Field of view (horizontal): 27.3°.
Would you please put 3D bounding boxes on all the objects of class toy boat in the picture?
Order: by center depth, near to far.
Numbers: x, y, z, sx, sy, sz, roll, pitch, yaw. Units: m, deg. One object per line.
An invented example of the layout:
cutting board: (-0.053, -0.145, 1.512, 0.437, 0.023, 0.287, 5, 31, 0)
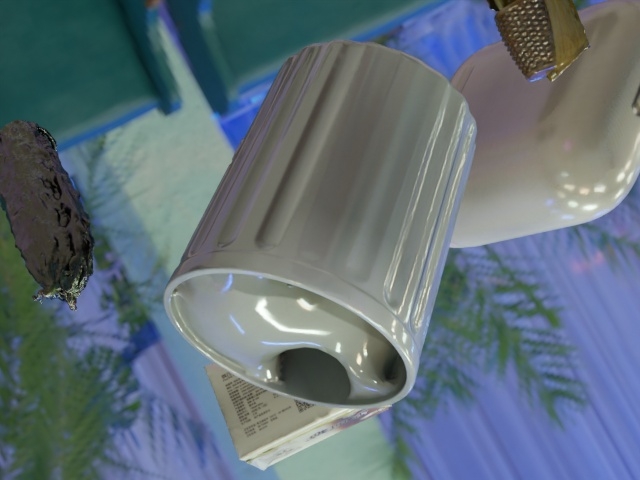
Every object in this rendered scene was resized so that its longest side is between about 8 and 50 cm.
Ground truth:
toy boat: (0.122, -0.172, 0.854, 0.049, 0.149, 0.047, -25, 173, -15)

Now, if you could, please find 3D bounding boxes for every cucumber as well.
cucumber: (-0.167, -0.017, 0.794, 0.053, 0.181, 0.053, -13, 128, -17)

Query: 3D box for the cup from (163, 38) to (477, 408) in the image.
cup: (-0.008, -0.009, 0.892, 0.221, 0.167, 0.202, -13, -134, 46)

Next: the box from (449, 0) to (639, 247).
box: (0.254, -0.133, 1.553, 0.349, 0.141, 0.289, -14, -134, 56)

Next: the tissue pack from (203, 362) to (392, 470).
tissue pack: (-0.020, 0.144, 1.294, 0.148, 0.106, 0.099, -26, 159, 6)
